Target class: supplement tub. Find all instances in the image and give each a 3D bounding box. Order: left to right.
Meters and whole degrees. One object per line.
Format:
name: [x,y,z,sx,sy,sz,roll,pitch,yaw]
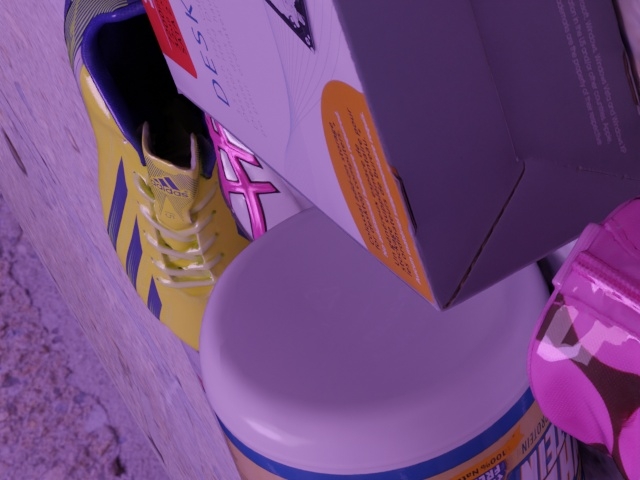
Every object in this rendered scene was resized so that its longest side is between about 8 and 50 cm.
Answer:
supplement tub: [0.039,0.093,0.777,0.144,0.144,0.200,48,162,45]

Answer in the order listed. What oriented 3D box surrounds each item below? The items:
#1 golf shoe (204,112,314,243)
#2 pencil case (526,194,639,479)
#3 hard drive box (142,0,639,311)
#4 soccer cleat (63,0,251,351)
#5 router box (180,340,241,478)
golf shoe: [-0.022,-0.055,0.871,0.186,0.067,0.086,62,166,-3]
pencil case: [0.135,0.067,0.472,0.098,0.095,0.209,25,-166,-42]
hard drive box: [0.000,-0.109,0.625,0.232,0.089,0.181,42,156,57]
soccer cleat: [-0.086,-0.037,1.048,0.121,0.093,0.289,-115,10,-58]
router box: [0.044,0.216,1.162,0.335,0.082,0.301,44,159,52]
